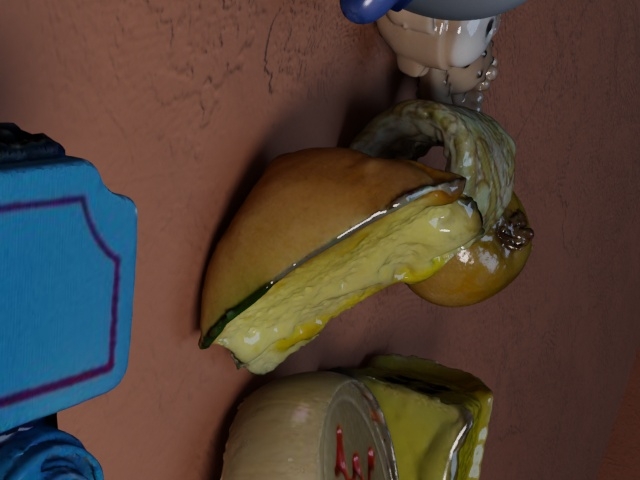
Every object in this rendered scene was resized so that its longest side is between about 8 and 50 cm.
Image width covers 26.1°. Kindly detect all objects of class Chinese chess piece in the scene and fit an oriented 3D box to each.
[{"bbox_3d":[-0.004,0.242,1.236,0.250,0.103,0.249,-9,90,-71],"label":"Chinese chess piece"}]

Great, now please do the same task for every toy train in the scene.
[{"bbox_3d":[-0.222,0.069,0.636,0.300,0.188,0.265,-16,113,-62],"label":"toy train"}]

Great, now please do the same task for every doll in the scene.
[{"bbox_3d":[0.129,-0.211,1.348,0.154,0.119,0.278,-69,161,-7],"label":"doll"}]

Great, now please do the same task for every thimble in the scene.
[{"bbox_3d":[0.096,-0.046,1.338,0.190,0.137,0.143,-57,161,15],"label":"thimble"}]

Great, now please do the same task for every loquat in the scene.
[{"bbox_3d":[0.152,0.000,1.476,0.163,0.163,0.137,-15,87,-64],"label":"loquat"}]

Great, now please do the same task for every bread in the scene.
[{"bbox_3d":[0.002,-0.009,1.151,0.252,0.133,0.174,-32,152,9],"label":"bread"}]

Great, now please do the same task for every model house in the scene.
[{"bbox_3d":[0.101,0.232,1.456,0.234,0.175,0.193,2,101,-63],"label":"model house"}]

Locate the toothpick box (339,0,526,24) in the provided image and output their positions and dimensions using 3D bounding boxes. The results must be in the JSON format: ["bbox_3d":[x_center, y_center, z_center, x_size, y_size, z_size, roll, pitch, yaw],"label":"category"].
[{"bbox_3d":[0.121,-0.328,1.128,0.354,0.263,0.263,-61,153,-29],"label":"toothpick box"}]
